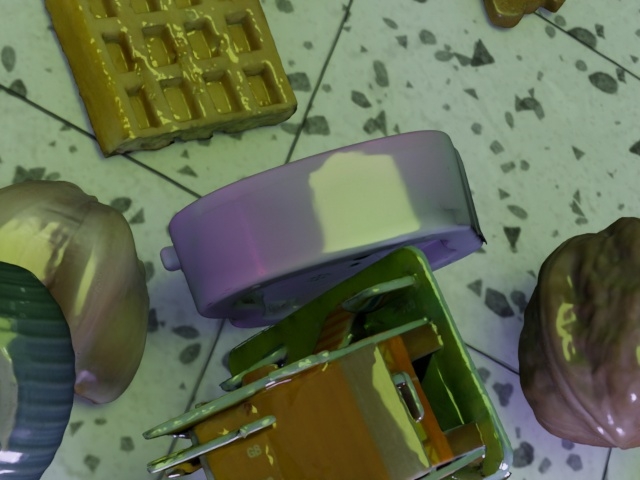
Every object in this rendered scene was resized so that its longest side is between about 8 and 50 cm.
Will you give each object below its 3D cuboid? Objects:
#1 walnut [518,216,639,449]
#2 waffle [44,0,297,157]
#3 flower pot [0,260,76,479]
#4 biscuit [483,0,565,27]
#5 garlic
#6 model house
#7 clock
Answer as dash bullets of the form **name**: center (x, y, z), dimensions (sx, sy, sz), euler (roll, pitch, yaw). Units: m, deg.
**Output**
- **walnut**: center (0.344, 0.111, 1.777), dimensions (0.227, 0.273, 0.273), euler (36, 48, -52)
- **waffle**: center (-0.165, -0.219, 1.767), dimensions (0.248, 0.055, 0.221), euler (-15, 77, -32)
- **flower pot**: center (-0.322, 0.137, 1.439), dimensions (0.189, 0.157, 0.243), euler (11, 93, -8)
- **biscuit**: center (0.236, -0.395, 2.069), dimensions (0.238, 0.041, 0.212), euler (43, 62, -6)
- **garlic**: center (-0.270, 0.032, 1.574), dimensions (0.217, 0.110, 0.228), euler (15, 63, -18)
- **model house**: center (-0.066, 0.192, 1.461), dimensions (0.313, 0.357, 0.242), euler (-14, 78, -42)
- **clock**: center (0.000, 0.000, 1.589), dimensions (0.338, 0.338, 0.102), euler (-11, 77, -31)
